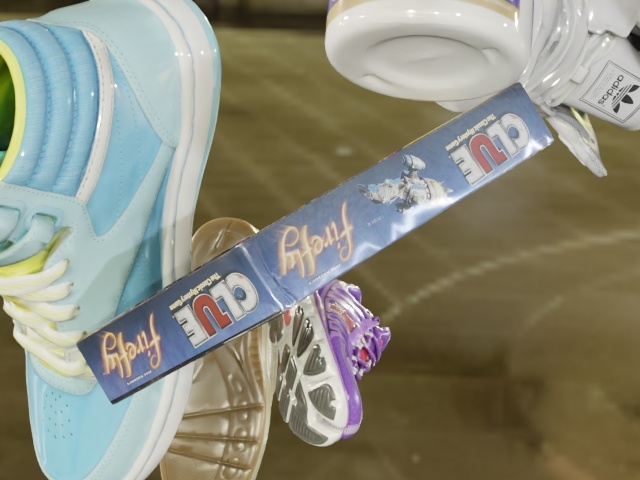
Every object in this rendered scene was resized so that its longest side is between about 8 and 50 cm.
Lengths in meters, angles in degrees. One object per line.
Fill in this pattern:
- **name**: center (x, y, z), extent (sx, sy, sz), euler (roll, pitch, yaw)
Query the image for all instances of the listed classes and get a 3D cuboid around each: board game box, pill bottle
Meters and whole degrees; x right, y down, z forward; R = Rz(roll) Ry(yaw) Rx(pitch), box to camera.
- **board game box**: center (0.000, 0.000, 1.098), extent (0.243, 0.042, 0.165), euler (-31, 0, -42)
- **pill bottle**: center (0.064, -0.181, 1.082), extent (0.112, 0.187, 0.112), euler (5, -20, 2)

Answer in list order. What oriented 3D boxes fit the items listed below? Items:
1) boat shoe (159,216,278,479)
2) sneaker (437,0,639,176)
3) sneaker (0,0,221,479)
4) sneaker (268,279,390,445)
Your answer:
- **boat shoe**: center (-0.089, 0.132, 1.948), extent (0.109, 0.302, 0.098), euler (3, -5, 16)
- **sneaker**: center (0.170, -0.138, 1.410), extent (0.210, 0.137, 0.366), euler (38, 19, -11)
- **sneaker**: center (-0.171, 0.015, 1.125), extent (0.127, 0.319, 0.208), euler (16, 18, 34)
- **sneaker**: center (0.011, 0.064, 1.210), extent (0.071, 0.068, 0.170), euler (10, 28, -11)
